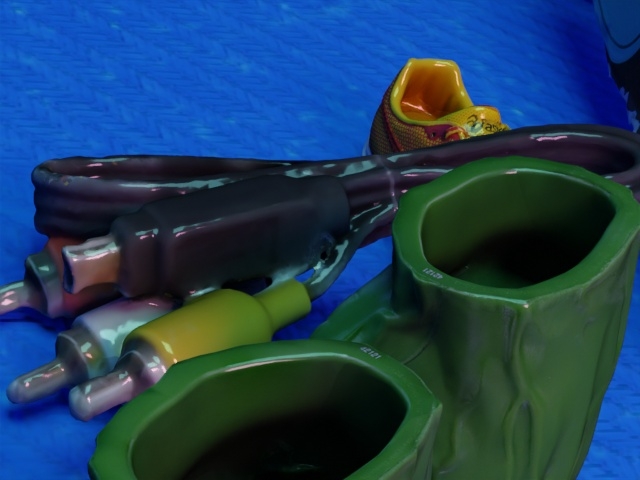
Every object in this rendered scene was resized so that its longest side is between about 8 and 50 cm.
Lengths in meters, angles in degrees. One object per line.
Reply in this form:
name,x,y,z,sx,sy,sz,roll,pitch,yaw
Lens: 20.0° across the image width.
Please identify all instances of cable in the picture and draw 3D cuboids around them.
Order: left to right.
cable,0.000,0.000,0.733,0.287,0.072,0.139,-11,29,-29

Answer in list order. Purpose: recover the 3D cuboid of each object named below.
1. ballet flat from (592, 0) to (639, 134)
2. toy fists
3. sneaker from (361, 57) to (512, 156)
ballet flat,0.214,-0.091,0.882,0.147,0.147,0.408,8,53,-14
toy fists,0.011,0.079,0.577,0.096,0.142,0.279,20,32,25
sneaker,0.065,-0.019,0.801,0.064,0.067,0.175,-2,40,-29
